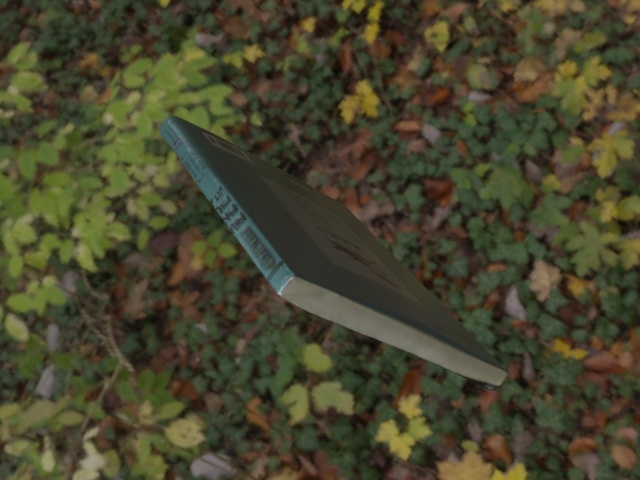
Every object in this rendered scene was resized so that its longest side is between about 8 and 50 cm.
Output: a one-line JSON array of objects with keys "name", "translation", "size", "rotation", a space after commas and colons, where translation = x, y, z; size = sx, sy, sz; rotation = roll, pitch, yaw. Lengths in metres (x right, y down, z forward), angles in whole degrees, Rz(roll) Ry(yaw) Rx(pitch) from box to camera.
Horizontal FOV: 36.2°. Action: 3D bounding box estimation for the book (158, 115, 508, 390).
[{"name": "book", "translation": [0.000, 0.000, 0.964], "size": [0.031, 0.264, 0.379], "rotation": [-57, 33, 12]}]
